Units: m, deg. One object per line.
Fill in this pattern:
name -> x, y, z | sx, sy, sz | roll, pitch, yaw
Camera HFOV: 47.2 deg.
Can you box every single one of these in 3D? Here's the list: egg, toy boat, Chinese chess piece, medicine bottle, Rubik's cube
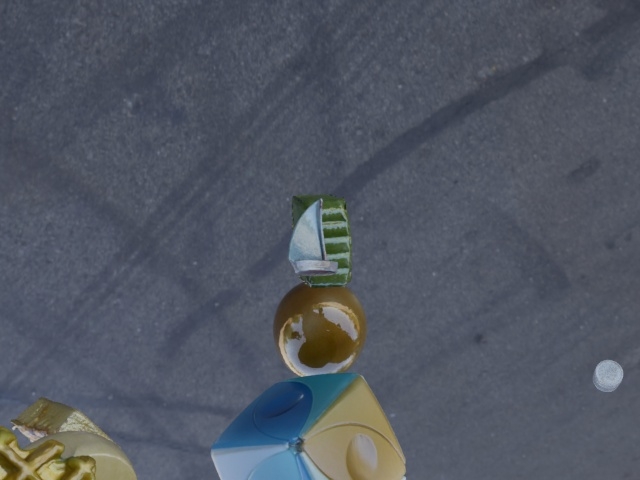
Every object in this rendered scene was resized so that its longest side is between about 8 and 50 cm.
egg -> -0.001, 0.271, 2.197 | 0.283, 0.282, 0.351 | -4, 132, -4
toy boat -> -0.017, -0.006, 1.145 | 0.096, 0.122, 0.034 | 4, 160, -39
Chinese chess piece -> -0.413, 0.426, 1.164 | 0.251, 0.097, 0.250 | -23, 124, -40
medicine bottle -> 0.613, 0.289, 1.562 | 0.057, 0.057, 0.089 | -18, 156, 11
Rubik's cube -> -0.027, 0.576, 1.915 | 0.352, 0.352, 0.347 | -17, 103, 37

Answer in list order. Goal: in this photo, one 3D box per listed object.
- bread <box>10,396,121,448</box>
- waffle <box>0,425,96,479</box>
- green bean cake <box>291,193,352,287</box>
bread -> -0.637, 0.492, 1.826 | 0.275, 0.114, 0.184 | -5, 131, 47
waffle -> -0.312, 0.268, 0.696 | 0.229, 0.219, 0.057 | 51, 137, -8
green bean cake -> 0.000, 0.000, 1.616 | 0.113, 0.214, 0.200 | -5, 100, -10
